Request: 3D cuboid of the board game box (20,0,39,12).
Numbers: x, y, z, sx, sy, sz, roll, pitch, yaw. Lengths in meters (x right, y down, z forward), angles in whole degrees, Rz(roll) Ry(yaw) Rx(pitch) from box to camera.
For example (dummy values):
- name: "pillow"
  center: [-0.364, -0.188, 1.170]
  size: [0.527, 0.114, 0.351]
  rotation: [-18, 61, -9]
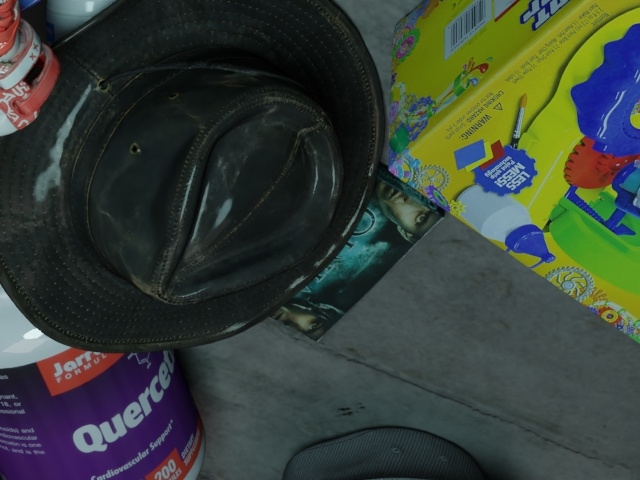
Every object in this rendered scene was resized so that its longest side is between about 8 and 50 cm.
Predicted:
- name: "board game box"
  center: [-0.364, -0.200, 1.171]
  size: [0.347, 0.078, 0.233]
  rotation: [-25, 131, 36]

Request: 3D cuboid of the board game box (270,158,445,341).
- name: "board game box"
  center: [0.000, 0.000, 1.400]
  size: [0.126, 0.026, 0.186]
  rotation: [29, 128, -19]

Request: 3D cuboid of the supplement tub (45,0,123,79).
- name: "supplement tub"
  center: [-0.169, -0.134, 1.246]
  size: [0.071, 0.071, 0.107]
  rotation: [1, 109, 4]

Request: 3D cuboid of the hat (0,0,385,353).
- name: "hat"
  center: [-0.076, -0.032, 1.213]
  size: [0.331, 0.134, 0.331]
  rotation: [-12, 119, -22]

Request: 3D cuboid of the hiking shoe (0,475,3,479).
- name: "hiking shoe"
  center: [-0.388, 0.136, 1.526]
  size: [0.132, 0.113, 0.304]
  rotation: [5, 142, 38]

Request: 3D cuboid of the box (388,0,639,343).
- name: "box"
  center: [0.247, -0.114, 1.177]
  size: [0.279, 0.177, 0.290]
  rotation: [32, 127, -23]

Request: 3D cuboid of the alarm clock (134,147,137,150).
- name: "alarm clock"
  center: [-0.097, -0.056, 1.339]
  size: [0.129, 0.064, 0.192]
  rotation: [6, 135, 0]

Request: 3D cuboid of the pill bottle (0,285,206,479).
- name: "pill bottle"
  center: [-0.219, 0.093, 1.400]
  size: [0.181, 0.181, 0.323]
  rotation: [-7, 131, 11]

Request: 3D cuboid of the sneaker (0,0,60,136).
- name: "sneaker"
  center: [-0.214, -0.154, 1.066]
  size: [0.145, 0.090, 0.270]
  rotation: [30, 141, -27]

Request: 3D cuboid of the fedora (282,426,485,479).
- name: "fedora"
  center: [0.054, 0.259, 1.559]
  size: [0.275, 0.124, 0.244]
  rotation: [3, 135, -9]
